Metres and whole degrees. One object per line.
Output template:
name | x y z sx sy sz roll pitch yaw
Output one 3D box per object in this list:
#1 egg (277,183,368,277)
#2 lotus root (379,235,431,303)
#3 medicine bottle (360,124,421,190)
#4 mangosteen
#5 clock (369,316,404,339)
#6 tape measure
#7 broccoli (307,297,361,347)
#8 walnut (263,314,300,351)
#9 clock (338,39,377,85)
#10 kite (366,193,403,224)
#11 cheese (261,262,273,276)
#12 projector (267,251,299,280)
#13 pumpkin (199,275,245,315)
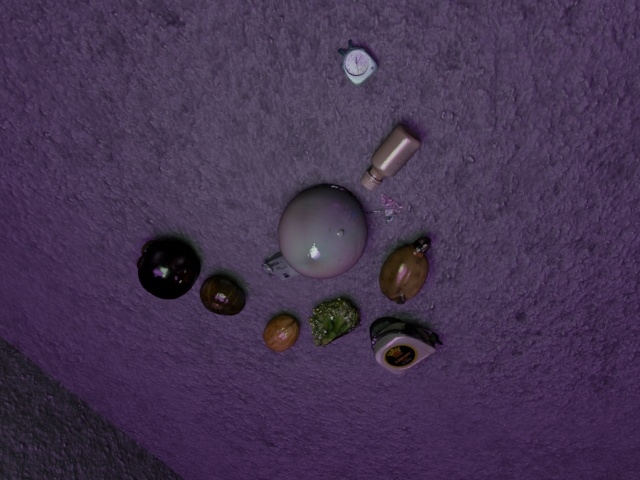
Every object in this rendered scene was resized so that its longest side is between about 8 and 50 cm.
egg | 0.000 0.000 1.575 0.356 0.339 0.354 5 120 8
lotus root | 0.355 0.112 1.681 0.183 0.182 0.309 20 119 -3
medicine bottle | 0.246 -0.291 1.493 0.114 0.114 0.252 34 119 -11
mangosteen | -0.689 0.127 1.820 0.288 0.232 0.287 3 142 3
clock | 0.323 0.443 1.951 0.185 0.040 0.184 4 120 7
tape measure | 0.371 0.459 1.860 0.231 0.132 0.271 40 115 -22
broccoli | 0.045 0.360 1.850 0.243 0.273 0.180 -34 76 23
walnut | -0.189 0.445 1.973 0.159 0.159 0.206 35 119 -11
clock | 0.120 -0.599 1.378 0.101 0.041 0.135 -33 109 25
kite | 0.258 -0.124 1.652 0.157 0.011 0.138 -11 115 14
cheese | -0.238 0.130 1.829 0.067 0.026 0.120 43 159 5
projector | -0.141 0.102 1.798 0.147 0.061 0.115 -22 114 39
pumpkin | -0.455 0.247 1.905 0.219 0.162 0.218 17 146 12
